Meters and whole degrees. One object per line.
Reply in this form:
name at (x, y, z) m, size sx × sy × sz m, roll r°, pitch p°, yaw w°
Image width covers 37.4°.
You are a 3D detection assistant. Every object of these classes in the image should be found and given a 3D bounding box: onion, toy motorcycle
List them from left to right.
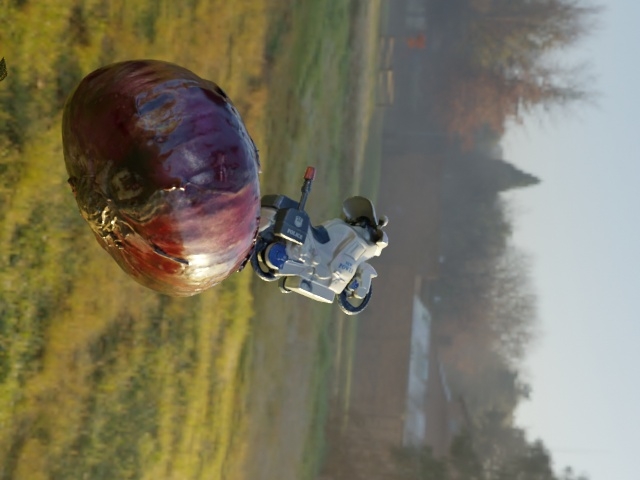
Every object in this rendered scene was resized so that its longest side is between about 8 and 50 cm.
onion at (-0.153, -0.064, 0.954) m, size 0.246 × 0.190 × 0.246 m, roll 47°, pitch -29°, yaw 38°
toy motorcycle at (0.000, 0.000, 1.193) m, size 0.221 × 0.102 × 0.150 m, roll 24°, pitch 79°, yaw -40°

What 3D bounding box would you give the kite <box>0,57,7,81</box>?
kite at (-0.464, -0.226, 1.343) m, size 0.122 × 0.004 × 0.090 m, roll -16°, pitch -127°, yaw 49°
